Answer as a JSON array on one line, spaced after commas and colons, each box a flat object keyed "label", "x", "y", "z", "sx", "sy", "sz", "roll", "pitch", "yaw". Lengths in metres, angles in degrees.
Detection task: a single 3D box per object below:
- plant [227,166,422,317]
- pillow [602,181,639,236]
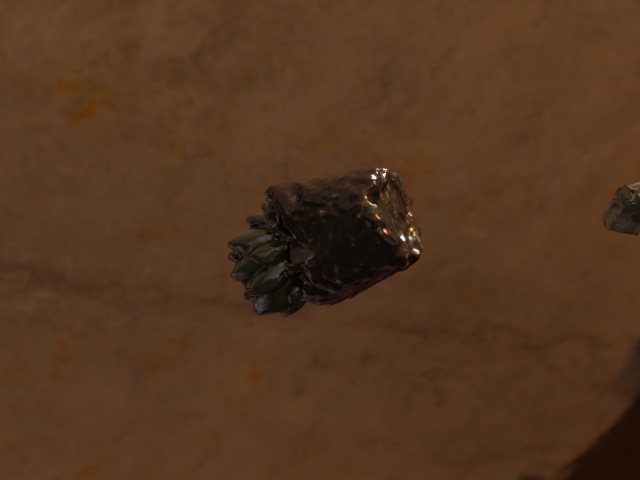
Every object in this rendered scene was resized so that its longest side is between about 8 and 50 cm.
[{"label": "plant", "x": 0.000, "y": 0.000, "z": 1.588, "sx": 0.194, "sy": 0.132, "sz": 0.129, "roll": -20, "pitch": -16, "yaw": 19}, {"label": "pillow", "x": 0.380, "y": -0.065, "z": 1.397, "sx": 0.255, "sy": 0.059, "sz": 0.169, "roll": -25, "pitch": -10, "yaw": 5}]
